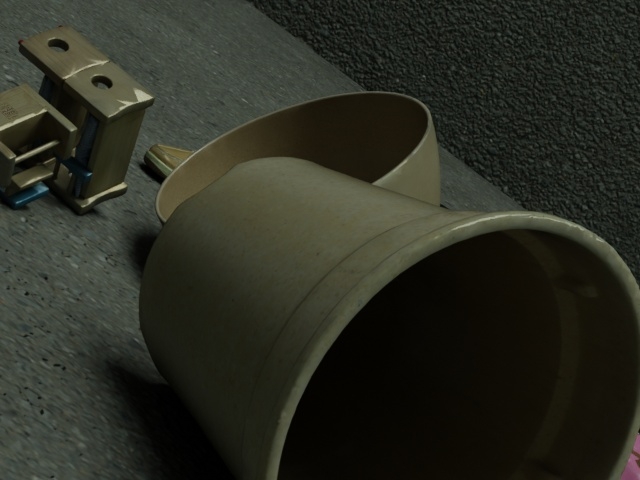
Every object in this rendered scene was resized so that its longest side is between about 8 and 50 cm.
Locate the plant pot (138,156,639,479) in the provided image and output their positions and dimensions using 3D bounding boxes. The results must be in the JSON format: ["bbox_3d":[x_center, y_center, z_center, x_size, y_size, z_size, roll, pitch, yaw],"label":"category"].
[{"bbox_3d":[0.024,0.087,1.181,0.334,0.334,0.305,26,5,-39],"label":"plant pot"}]

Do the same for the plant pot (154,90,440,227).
[{"bbox_3d":[0.000,0.000,1.545,0.284,0.284,0.191,-114,-176,-66],"label":"plant pot"}]

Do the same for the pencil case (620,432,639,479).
[{"bbox_3d":[0.220,0.225,1.432,0.160,0.167,0.386,-1,36,-42],"label":"pencil case"}]

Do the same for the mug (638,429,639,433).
[{"bbox_3d":[0.470,0.219,2.254,0.169,0.113,0.150,34,14,-23],"label":"mug"}]

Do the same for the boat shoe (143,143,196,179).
[{"bbox_3d":[-0.127,-0.087,1.856,0.190,0.072,0.068,22,19,-47],"label":"boat shoe"}]

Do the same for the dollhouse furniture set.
[{"bbox_3d":[-0.279,-0.098,1.472,0.129,0.129,0.183,40,43,19],"label":"dollhouse furniture set"}]

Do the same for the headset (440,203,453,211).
[{"bbox_3d":[0.106,0.021,2.042,0.394,0.185,0.243,27,0,42],"label":"headset"}]
